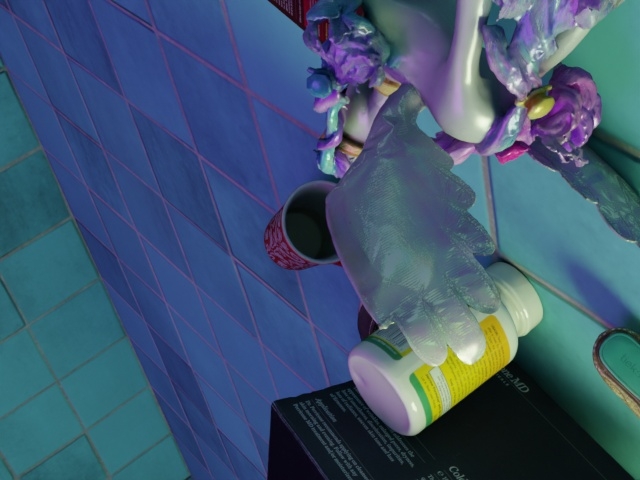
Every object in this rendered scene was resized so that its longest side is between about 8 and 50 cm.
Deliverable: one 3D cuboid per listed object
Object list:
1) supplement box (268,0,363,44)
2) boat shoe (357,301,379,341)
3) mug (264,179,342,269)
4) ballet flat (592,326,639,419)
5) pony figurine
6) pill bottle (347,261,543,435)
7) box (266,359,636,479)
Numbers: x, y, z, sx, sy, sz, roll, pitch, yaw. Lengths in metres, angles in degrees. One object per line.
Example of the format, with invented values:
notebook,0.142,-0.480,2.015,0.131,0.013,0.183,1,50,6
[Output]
supplement box,0.016,-0.268,1.133,0.239,0.073,0.130,44,155,26
boat shoe,0.111,0.159,1.481,0.335,0.112,0.095,83,177,-63
mug,-0.009,0.003,1.547,0.150,0.113,0.169,58,163,-1
ballet flat,0.350,0.169,1.093,0.206,0.073,0.067,54,-173,12
pony figurine,0.120,-0.122,0.909,0.351,0.303,0.363,52,145,29
pill bottle,0.143,0.113,1.231,0.117,0.208,0.117,45,156,26
box,0.151,0.308,1.249,0.343,0.313,0.179,48,143,46
